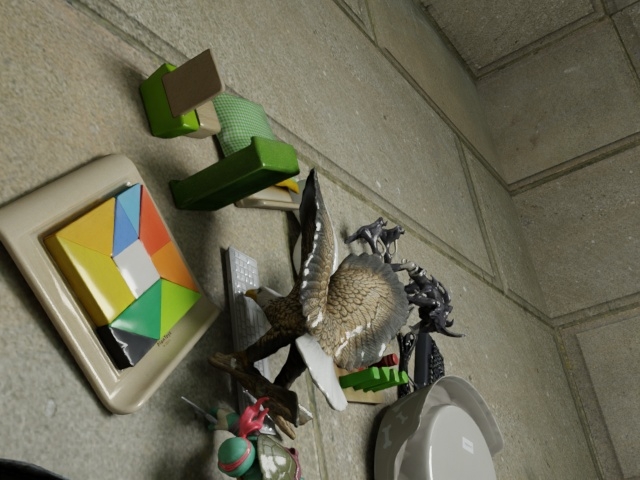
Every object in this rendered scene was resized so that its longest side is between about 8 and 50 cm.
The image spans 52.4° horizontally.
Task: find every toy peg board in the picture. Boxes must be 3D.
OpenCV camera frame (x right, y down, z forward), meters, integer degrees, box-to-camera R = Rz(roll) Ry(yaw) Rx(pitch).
[{"bbox_3d":[0.075,0.185,1.094,0.161,0.079,0.161,25,49,-55],"label":"toy peg board"}]

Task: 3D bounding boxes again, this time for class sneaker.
[{"bbox_3d":[0.000,0.000,1.115,0.094,0.080,0.212,49,28,-55],"label":"sneaker"}]

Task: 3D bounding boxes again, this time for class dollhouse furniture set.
[{"bbox_3d":[-0.091,-0.157,0.970,0.301,0.151,0.198,0,70,-62],"label":"dollhouse furniture set"}]

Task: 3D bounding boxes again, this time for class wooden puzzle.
[{"bbox_3d":[-0.214,0.033,0.711,0.239,0.044,0.221,60,27,-13],"label":"wooden puzzle"}]

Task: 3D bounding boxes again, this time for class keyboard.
[{"bbox_3d":[-0.095,0.133,0.889,0.072,0.014,0.256,28,46,-52],"label":"keyboard"},{"bbox_3d":[0.210,0.305,1.310,0.201,0.033,0.317,52,29,-28],"label":"keyboard"}]

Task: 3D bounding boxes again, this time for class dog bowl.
[{"bbox_3d":[0.215,0.413,1.111,0.348,0.102,0.349,31,49,-44],"label":"dog bowl"}]

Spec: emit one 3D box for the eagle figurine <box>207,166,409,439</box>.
[{"bbox_3d":[-0.007,0.077,0.843,0.225,0.226,0.298,35,69,11],"label":"eagle figurine"}]

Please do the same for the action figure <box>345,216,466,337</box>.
[{"bbox_3d":[0.163,0.096,1.270,0.276,0.141,0.164,57,21,16],"label":"action figure"}]

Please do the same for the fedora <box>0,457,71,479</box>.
[{"bbox_3d":[-0.182,0.265,0.266,0.333,0.152,0.334,9,73,-30],"label":"fedora"}]

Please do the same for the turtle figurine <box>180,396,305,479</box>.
[{"bbox_3d":[-0.073,0.272,0.718,0.234,0.118,0.175,54,28,-36],"label":"turtle figurine"}]
